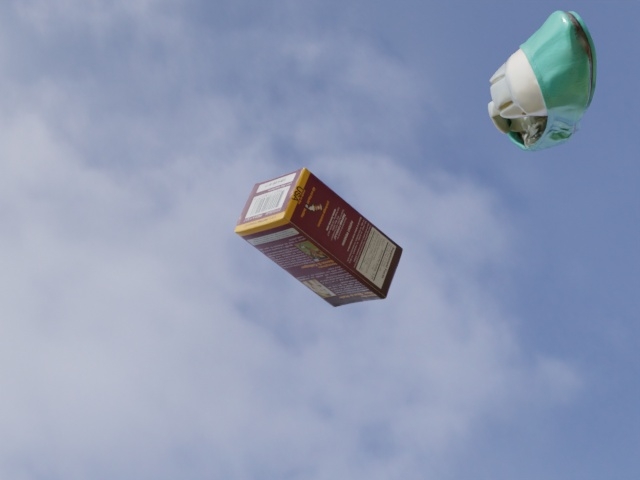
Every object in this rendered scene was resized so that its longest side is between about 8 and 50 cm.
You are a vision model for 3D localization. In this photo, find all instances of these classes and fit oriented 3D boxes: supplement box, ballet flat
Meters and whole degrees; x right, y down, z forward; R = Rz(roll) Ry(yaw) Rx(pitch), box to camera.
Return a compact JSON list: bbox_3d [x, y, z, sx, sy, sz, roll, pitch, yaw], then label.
[{"bbox_3d":[0.000,0.000,1.485,0.188,0.104,0.080,38,-122,-29],"label":"supplement box"},{"bbox_3d":[0.197,-0.131,1.061,0.087,0.247,0.083,-21,-103,4],"label":"ballet flat"}]
